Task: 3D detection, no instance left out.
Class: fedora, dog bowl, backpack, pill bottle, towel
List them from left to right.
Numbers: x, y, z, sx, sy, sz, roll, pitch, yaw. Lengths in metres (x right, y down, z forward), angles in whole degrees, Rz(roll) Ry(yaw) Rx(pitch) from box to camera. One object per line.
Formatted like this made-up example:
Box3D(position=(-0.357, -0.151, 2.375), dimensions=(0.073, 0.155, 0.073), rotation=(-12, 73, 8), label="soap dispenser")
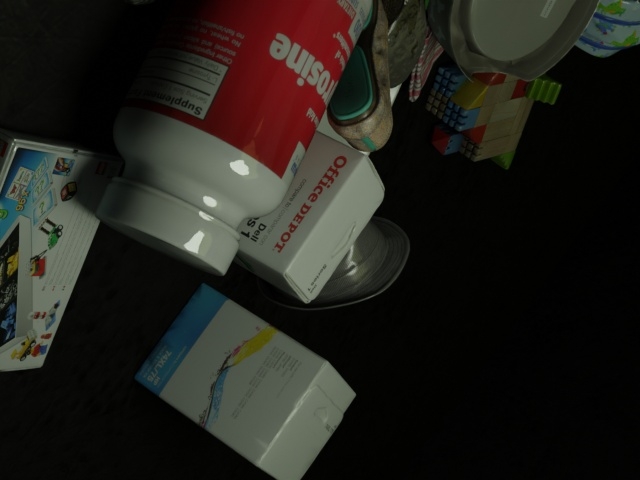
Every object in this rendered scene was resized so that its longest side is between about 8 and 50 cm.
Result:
Box3D(position=(-0.112, -0.175, 1.196), dimensions=(0.407, 0.229, 0.229), rotation=(-66, 154, -9), label="pill bottle")
Box3D(position=(0.000, 0.000, 1.625), dimensions=(0.243, 0.276, 0.124), rotation=(-57, 133, -39), label="fedora")
Box3D(position=(0.209, -0.361, 1.791), dimensions=(0.144, 0.029, 0.197), rotation=(-60, 167, -24), label="towel")
Box3D(position=(0.333, -0.437, 1.659), dimensions=(0.349, 0.102, 0.348), rotation=(-21, 134, -24), label="dog bowl")
Box3D(position=(0.516, -0.527, 1.874), dimensions=(0.290, 0.356, 0.273), rotation=(-42, 149, -34), label="backpack")

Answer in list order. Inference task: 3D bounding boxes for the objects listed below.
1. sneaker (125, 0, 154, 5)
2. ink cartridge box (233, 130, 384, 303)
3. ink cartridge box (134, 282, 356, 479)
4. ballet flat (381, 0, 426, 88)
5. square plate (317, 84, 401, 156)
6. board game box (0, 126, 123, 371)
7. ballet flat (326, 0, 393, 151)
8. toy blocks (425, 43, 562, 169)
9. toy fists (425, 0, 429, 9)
Box3D(position=(-0.154, -0.371, 1.106), dimensions=(0.276, 0.098, 0.135), rotation=(-47, 131, -22), label="sneaker")
Box3D(position=(-0.083, -0.071, 1.347), dimensions=(0.201, 0.278, 0.117), rotation=(-56, 154, -11), label="ink cartridge box")
Box3D(position=(-0.119, 0.242, 1.596), dimensions=(0.197, 0.270, 0.198), rotation=(-55, 152, -12), label="ink cartridge box")
Box3D(position=(0.115, -0.346, 1.412), dimensions=(0.084, 0.058, 0.249), rotation=(-8, 121, -27), label="ballet flat")
Box3D(position=(0.026, -0.246, 1.625), dimensions=(0.344, 0.049, 0.347), rotation=(6, 110, -61), label="square plate")
Box3D(position=(-0.370, 0.019, 1.180), dimensions=(0.193, 0.053, 0.305), rotation=(6, 110, -62), label="board game box")
Box3D(position=(0.050, -0.250, 1.345), dimensions=(0.106, 0.108, 0.315), rotation=(48, 35, -48), label="ballet flat")
Box3D(position=(0.336, -0.309, 2.001), dimensions=(0.261, 0.191, 0.381), rotation=(-18, 136, -39), label="toy blocks")
Box3D(position=(0.101, -0.350, 1.500), dimensions=(0.142, 0.096, 0.279), rotation=(-6, 117, -57), label="toy fists")
